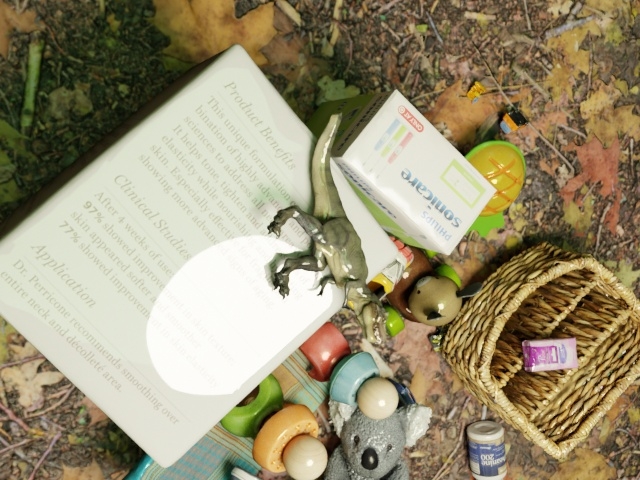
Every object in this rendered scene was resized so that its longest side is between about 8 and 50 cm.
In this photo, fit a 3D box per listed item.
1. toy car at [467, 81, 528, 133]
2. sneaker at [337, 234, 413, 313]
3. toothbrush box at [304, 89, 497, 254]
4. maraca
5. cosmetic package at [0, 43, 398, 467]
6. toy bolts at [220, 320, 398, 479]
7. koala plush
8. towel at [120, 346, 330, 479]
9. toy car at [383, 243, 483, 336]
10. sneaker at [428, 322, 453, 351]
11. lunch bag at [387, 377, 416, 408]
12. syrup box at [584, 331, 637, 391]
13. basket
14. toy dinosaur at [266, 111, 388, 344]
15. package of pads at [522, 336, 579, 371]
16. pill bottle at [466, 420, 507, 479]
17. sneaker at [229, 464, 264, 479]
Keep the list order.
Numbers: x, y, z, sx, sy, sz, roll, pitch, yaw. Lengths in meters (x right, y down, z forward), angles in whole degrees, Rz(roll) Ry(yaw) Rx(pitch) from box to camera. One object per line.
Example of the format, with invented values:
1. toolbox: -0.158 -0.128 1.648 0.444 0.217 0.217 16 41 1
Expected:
1. toy car: 0.309 -0.231 1.261 0.122 0.060 0.040 42 127 -3
2. sneaker: 0.043 0.070 1.114 0.088 0.225 0.093 39 50 -12
3. toothbrush box: 0.086 -0.101 1.059 0.206 0.283 0.122 40 84 -19
4. maraca: 0.283 -0.086 1.233 0.127 0.099 0.186 4 121 -10
5. cosmetic package: -0.184 0.003 0.955 0.393 0.327 0.329 -41 109 -9
6. toy bolts: 0.005 0.262 1.053 0.228 0.158 0.218 -42 143 -17
7. koala plush: 0.079 0.352 1.165 0.196 0.203 0.221 6 99 11
8. towel: -0.111 0.276 1.098 0.370 0.040 0.271 -47 145 -8
9. toy car: 0.174 0.081 1.165 0.155 0.188 0.149 -35 107 -12
10. sneaker: 0.228 0.161 1.280 0.083 0.031 0.035 -41 99 -16
11. lunch bag: 0.133 0.286 1.244 0.065 0.067 0.098 -37 106 -12
12. syrup box: 0.550 0.214 1.367 0.236 0.096 0.093 -26 106 -15
13. basket: 0.387 0.164 1.215 0.299 0.223 0.213 -43 123 -9
14. toy dinosaur: 0.000 0.000 0.817 0.118 0.064 0.268 -19 102 -24
15. package of pads: 0.368 0.182 1.148 0.083 0.032 0.050 -3 82 -7
16. pill bottle: 0.308 0.400 1.322 0.067 0.067 0.120 -11 101 -18
17. sneaker: -0.118 0.460 1.106 0.163 0.086 0.226 -52 142 -30
